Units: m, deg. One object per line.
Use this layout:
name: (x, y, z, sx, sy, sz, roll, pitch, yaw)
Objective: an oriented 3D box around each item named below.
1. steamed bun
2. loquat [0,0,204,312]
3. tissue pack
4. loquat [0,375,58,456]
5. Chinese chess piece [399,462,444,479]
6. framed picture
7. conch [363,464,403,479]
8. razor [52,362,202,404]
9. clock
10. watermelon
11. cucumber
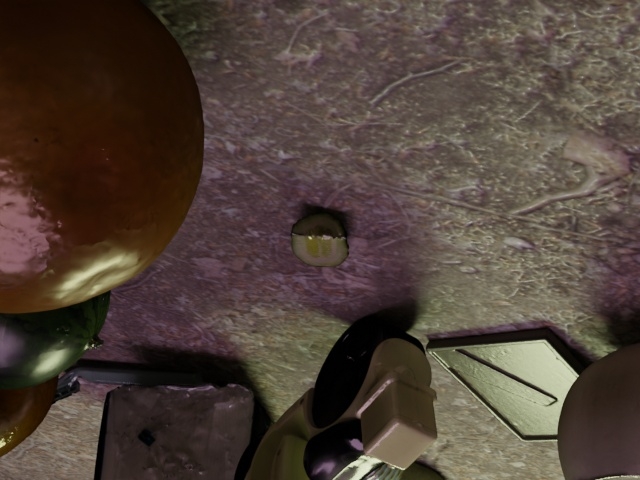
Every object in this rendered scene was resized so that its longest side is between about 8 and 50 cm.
steamed bun: (0.444, 0.236, 1.681, 0.324, 0.206, 0.324, 14, 155, 7)
loquat: (-0.264, -0.093, 1.252, 0.328, 0.328, 0.328, 11, 154, 5)
tissue pack: (-0.191, 0.395, 2.195, 0.253, 0.264, 0.416, 0, 157, 9)
loquat: (-0.523, 0.207, 2.014, 0.276, 0.284, 0.276, 25, 152, 15)
Chinese chess piece: (0.094, 0.440, 2.394, 0.250, 0.101, 0.250, 10, 154, 5)
framed picture: (0.284, 0.199, 1.874, 0.192, 0.018, 0.265, -9, 140, 39)
conch: (0.064, 0.311, 2.146, 0.135, 0.102, 0.153, 4, 122, 44)
razor: (-0.312, 0.217, 2.206, 0.278, 0.056, 0.111, -7, -175, 24)
clock: (0.006, 0.275, 1.826, 0.120, 0.276, 0.379, 26, 120, -20)
watermelon: (-0.377, 0.063, 1.706, 0.242, 0.242, 0.242, 11, 154, 5)
cucumber: (0.000, 0.000, 1.625, 0.067, 0.035, 0.107, 1, 159, 1)
